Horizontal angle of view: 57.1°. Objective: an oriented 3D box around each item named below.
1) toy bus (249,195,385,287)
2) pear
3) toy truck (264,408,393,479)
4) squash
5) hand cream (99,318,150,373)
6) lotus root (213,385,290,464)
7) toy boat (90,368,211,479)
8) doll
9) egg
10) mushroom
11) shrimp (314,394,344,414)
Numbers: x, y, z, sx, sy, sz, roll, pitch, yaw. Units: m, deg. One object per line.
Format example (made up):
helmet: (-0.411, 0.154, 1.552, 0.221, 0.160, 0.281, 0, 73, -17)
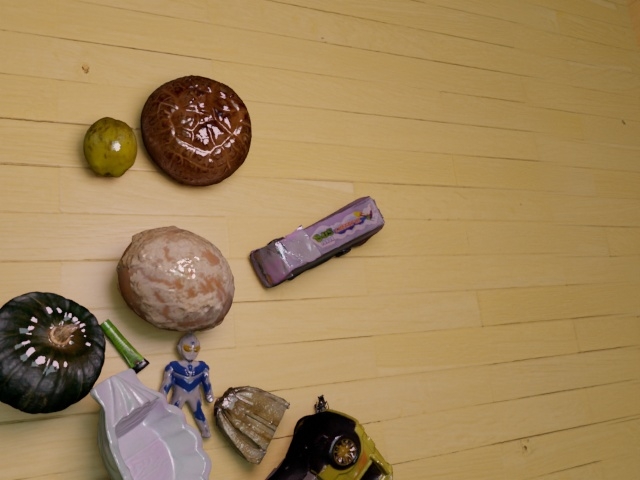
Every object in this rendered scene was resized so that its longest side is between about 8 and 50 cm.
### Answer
toy bus: (0.000, 0.000, 1.357, 0.317, 0.138, 0.112, -28, 87, -32)
pear: (-0.433, -0.194, 1.217, 0.107, 0.107, 0.131, 14, 73, -23)
toy truck: (-0.034, 0.543, 1.143, 0.405, 0.181, 0.254, -47, 109, -23)
squash: (-0.486, 0.194, 1.036, 0.218, 0.172, 0.218, 10, 61, -19)
hand cream: (-0.391, 0.209, 1.166, 0.036, 0.023, 0.122, -40, 95, -20)
lotus root: (-0.153, 0.361, 1.215, 0.144, 0.070, 0.143, 42, 67, -15)
toy boat: (-0.317, 0.379, 1.064, 0.290, 0.100, 0.199, 58, 22, 5)
doll: (-0.271, 0.285, 1.186, 0.114, 0.057, 0.227, 1, 78, -22)
egg: (-0.282, 0.080, 1.162, 0.245, 0.203, 0.203, 39, 62, -22)
mushroom: (-0.270, -0.246, 1.293, 0.253, 0.153, 0.253, 4, 75, -15)
shrimp: (0.029, 0.418, 1.313, 0.091, 0.034, 0.161, -13, 89, -32)
